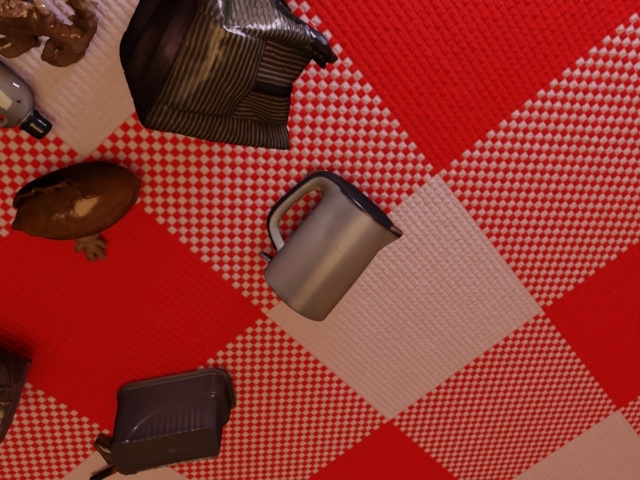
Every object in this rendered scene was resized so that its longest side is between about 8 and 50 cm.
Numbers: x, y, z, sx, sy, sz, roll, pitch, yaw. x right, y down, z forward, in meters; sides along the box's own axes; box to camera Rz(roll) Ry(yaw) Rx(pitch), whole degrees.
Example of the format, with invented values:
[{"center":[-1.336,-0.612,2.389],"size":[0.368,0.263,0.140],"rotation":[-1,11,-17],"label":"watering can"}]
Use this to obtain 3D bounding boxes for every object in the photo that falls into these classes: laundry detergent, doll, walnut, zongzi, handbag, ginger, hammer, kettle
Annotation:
[{"center":[-0.559,-0.257,0.882],"size":[0.099,0.070,0.225],"rotation":[-45,116,4],"label":"laundry detergent"},{"center":[-0.459,0.009,1.043],"size":[0.061,0.051,0.093],"rotation":[-11,119,-11],"label":"doll"},{"center":[-0.447,-0.070,0.959],"size":[0.245,0.137,0.137],"rotation":[-20,119,-9],"label":"walnut"},{"center":[-0.536,0.523,1.305],"size":[0.076,0.040,0.083],"rotation":[38,123,-17],"label":"zongzi"},{"center":[-0.148,-0.287,0.808],"size":[0.240,0.341,0.247],"rotation":[15,117,-35],"label":"handbag"},{"center":[-0.488,-0.340,0.831],"size":[0.258,0.065,0.149],"rotation":[1,146,-13],"label":"ginger"},{"center":[-0.498,0.564,1.323],"size":[0.200,0.021,0.078],"rotation":[-31,159,15],"label":"hammer"},{"center":[0.000,0.000,1.068],"size":[0.240,0.165,0.255],"rotation":[40,106,5],"label":"kettle"}]

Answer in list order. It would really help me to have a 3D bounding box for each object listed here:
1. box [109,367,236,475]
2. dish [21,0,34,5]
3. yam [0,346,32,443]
[{"center":[-0.332,0.413,1.199],"size":[0.273,0.178,0.138],"rotation":[-10,118,-4],"label":"box"},{"center":[-0.482,-0.470,0.776],"size":[0.227,0.086,0.237],"rotation":[16,113,-17],"label":"dish"},{"center":[-0.776,0.294,1.035],"size":[0.348,0.241,0.241],"rotation":[24,110,-25],"label":"yam"}]
